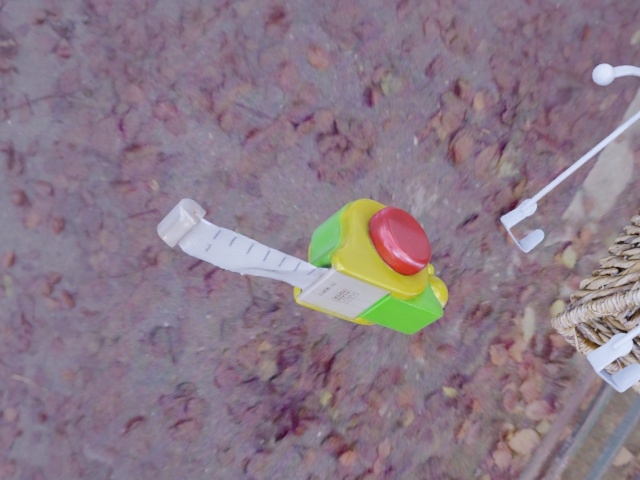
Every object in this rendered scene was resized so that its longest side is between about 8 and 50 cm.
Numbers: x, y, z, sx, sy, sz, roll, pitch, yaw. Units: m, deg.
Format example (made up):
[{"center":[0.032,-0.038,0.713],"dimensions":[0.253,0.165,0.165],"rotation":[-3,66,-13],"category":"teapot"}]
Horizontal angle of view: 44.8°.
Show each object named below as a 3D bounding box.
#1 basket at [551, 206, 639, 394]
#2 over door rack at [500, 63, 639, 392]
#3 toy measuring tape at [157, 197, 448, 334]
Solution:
[{"center":[0.457,0.110,0.850],"dimensions":[0.299,0.213,0.223],"rotation":[37,92,-15],"category":"basket"},{"center":[0.313,-0.052,0.730],"dimensions":[0.108,0.239,0.324],"rotation":[23,120,-29],"category":"over door rack"},{"center":[0.000,0.000,0.710],"dimensions":[0.330,0.121,0.121],"rotation":[22,87,-37],"category":"toy measuring tape"}]
